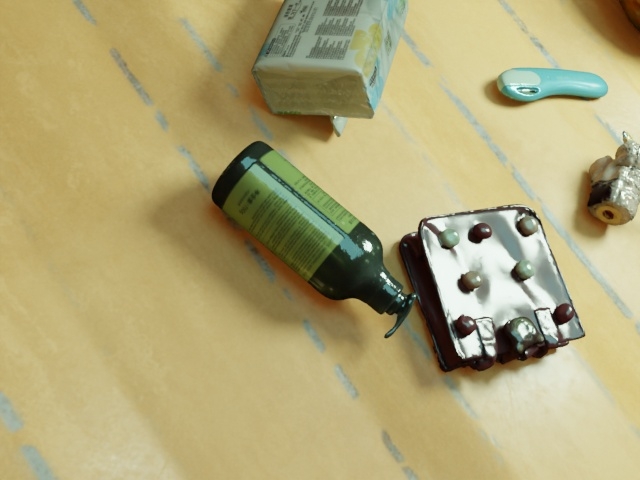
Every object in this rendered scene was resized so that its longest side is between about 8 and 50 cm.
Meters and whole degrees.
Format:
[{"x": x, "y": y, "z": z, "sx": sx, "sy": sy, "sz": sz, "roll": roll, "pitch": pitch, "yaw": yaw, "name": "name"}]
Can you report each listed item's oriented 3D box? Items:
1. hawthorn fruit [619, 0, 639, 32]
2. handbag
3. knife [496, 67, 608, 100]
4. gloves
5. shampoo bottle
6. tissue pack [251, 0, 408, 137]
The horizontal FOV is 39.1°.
[{"x": 0.638, "y": -0.438, "z": 1.532, "sx": 0.277, "sy": 0.277, "sz": 0.298, "roll": -1, "pitch": 82, "yaw": -22, "name": "hawthorn fruit"}, {"x": 0.225, "y": 0.060, "z": 1.183, "sx": 0.203, "sy": 0.074, "sz": 0.216, "roll": -7, "pitch": 65, "yaw": -24, "name": "handbag"}, {"x": 0.372, "y": -0.248, "z": 1.442, "sx": 0.222, "sy": 0.031, "sz": 0.064, "roll": -4, "pitch": 60, "yaw": -27, "name": "knife"}, {"x": 0.458, "y": -0.087, "z": 1.345, "sx": 0.094, "sy": 0.110, "sz": 0.144, "roll": 38, "pitch": 84, "yaw": -7, "name": "gloves"}, {"x": 0.000, "y": 0.000, "z": 1.111, "sx": 0.284, "sy": 0.101, "sz": 0.101, "roll": 40, "pitch": 55, "yaw": 3, "name": "shampoo bottle"}, {"x": 0.025, "y": -0.267, "z": 1.267, "sx": 0.159, "sy": 0.145, "sz": 0.229, "roll": 5, "pitch": 53, "yaw": 19, "name": "tissue pack"}]
